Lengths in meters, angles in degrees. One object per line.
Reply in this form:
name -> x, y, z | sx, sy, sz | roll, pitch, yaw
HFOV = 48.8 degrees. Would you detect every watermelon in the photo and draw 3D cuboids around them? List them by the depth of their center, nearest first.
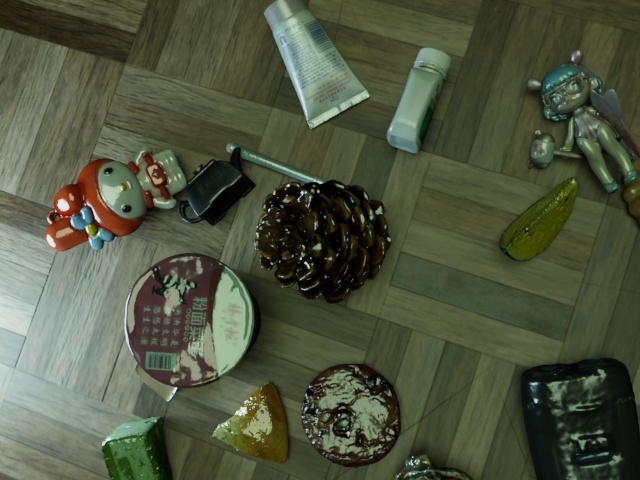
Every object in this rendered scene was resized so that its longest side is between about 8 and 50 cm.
watermelon -> 0.401, -0.022, 1.278 | 0.181, 0.092, 0.075 | -45, 93, -7

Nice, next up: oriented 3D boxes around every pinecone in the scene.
pinecone -> 0.000, 0.000, 1.259 | 0.224, 0.272, 0.224 | 2, 93, 40

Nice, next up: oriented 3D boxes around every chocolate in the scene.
chocolate -> -0.313, 0.261, 1.374 | 0.101, 0.031, 0.064 | 33, 107, 14

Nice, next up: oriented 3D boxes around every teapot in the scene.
teapot -> -0.210, -0.108, 1.377 | 0.177, 0.087, 0.096 | -44, 75, 1

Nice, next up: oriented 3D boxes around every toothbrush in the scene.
toothbrush -> -0.031, -0.120, 1.382 | 0.342, 0.025, 0.030 | 25, 90, 10

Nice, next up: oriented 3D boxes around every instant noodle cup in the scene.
instant noodle cup -> -0.216, 0.146, 1.298 | 0.235, 0.178, 0.234 | -1, 84, 9

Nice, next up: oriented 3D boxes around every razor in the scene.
razor -> 0.455, 0.371, 1.211 | 0.189, 0.107, 0.326 | -7, 83, 7

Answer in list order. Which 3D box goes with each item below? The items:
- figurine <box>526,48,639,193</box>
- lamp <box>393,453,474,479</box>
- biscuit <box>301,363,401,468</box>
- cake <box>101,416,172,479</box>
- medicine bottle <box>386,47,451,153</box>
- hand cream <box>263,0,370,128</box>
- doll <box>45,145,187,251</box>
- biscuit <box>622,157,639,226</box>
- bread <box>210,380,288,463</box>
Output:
figurine -> 0.472, -0.200, 1.294 | 0.205, 0.103, 0.260 | -35, 80, 39
lamp -> 0.219, 0.480, 1.208 | 0.215, 0.151, 0.223 | -12, 99, 43
biscuit -> 0.058, 0.322, 1.305 | 0.192, 0.049, 0.192 | -1, 83, 4
cake -> -0.334, 0.457, 1.354 | 0.100, 0.099, 0.235 | -11, 103, 6
medicine bottle -> 0.184, -0.262, 1.319 | 0.069, 0.119, 0.183 | 18, 84, 13
hand cream -> -0.015, -0.360, 1.389 | 0.133, 0.083, 0.248 | -26, 91, 5
doll -> -0.407, -0.082, 1.376 | 0.290, 0.130, 0.161 | -26, 93, -10
biscuit -> 0.608, -0.091, 1.269 | 0.118, 0.061, 0.183 | -5, 83, 9
bread -> -0.111, 0.364, 1.323 | 0.154, 0.054, 0.136 | -42, 82, 4
